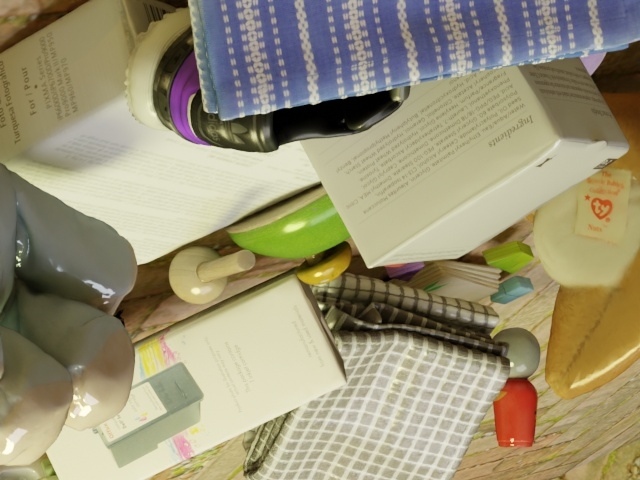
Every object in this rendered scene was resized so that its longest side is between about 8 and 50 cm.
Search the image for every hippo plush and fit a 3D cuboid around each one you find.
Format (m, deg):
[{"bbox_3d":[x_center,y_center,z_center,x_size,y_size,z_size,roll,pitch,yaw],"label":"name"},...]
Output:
[{"bbox_3d":[-0.293,0.052,1.103,0.236,0.234,0.294,-26,124,28],"label":"hippo plush"}]

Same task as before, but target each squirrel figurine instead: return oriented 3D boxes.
[{"bbox_3d":[0.400,-0.057,1.665,0.397,0.281,0.370,-36,162,34],"label":"squirrel figurine"}]

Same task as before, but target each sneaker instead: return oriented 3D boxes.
[{"bbox_3d":[0.018,-0.133,1.130,0.293,0.146,0.102,-35,133,-36],"label":"sneaker"}]

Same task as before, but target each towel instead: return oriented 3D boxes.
[{"bbox_3d":[0.070,-0.216,1.022,0.336,0.243,0.040,-13,-163,-26],"label":"towel"},{"bbox_3d":[0.061,0.184,1.851,0.235,0.121,0.284,15,126,-16],"label":"towel"}]

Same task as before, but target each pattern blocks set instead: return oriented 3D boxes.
[{"bbox_3d":[0.122,0.066,1.970,0.285,0.026,0.325,-24,161,15],"label":"pattern blocks set"}]

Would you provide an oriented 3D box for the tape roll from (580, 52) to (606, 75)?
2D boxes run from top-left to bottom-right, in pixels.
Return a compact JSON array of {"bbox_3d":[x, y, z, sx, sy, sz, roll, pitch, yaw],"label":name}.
[{"bbox_3d":[0.143,-0.163,1.390,0.189,0.080,0.189,-20,158,-8],"label":"tape roll"}]

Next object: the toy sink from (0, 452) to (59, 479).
[{"bbox_3d":[-0.365,0.338,1.942,0.131,0.153,0.234,2,148,-47],"label":"toy sink"}]

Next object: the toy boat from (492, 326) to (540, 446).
[{"bbox_3d":[0.122,0.187,2.070,0.318,0.148,0.267,-2,172,17],"label":"toy boat"}]

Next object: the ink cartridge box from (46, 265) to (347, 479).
[{"bbox_3d":[-0.157,0.154,1.596,0.353,0.119,0.207,-25,-179,1],"label":"ink cartridge box"}]

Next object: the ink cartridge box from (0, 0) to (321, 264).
[{"bbox_3d":[-0.197,-0.056,1.319,0.385,0.091,0.308,-22,162,29],"label":"ink cartridge box"}]

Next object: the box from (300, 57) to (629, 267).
[{"bbox_3d":[0.113,-0.075,1.252,0.182,0.119,0.181,-34,167,23],"label":"box"}]

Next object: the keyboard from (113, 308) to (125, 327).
[{"bbox_3d":[-0.244,0.104,1.674,0.100,0.038,0.192,-13,157,-27],"label":"keyboard"}]

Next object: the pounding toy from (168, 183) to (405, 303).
[{"bbox_3d":[0.000,0.000,1.443,0.237,0.110,0.183,-38,-165,-26],"label":"pounding toy"}]
